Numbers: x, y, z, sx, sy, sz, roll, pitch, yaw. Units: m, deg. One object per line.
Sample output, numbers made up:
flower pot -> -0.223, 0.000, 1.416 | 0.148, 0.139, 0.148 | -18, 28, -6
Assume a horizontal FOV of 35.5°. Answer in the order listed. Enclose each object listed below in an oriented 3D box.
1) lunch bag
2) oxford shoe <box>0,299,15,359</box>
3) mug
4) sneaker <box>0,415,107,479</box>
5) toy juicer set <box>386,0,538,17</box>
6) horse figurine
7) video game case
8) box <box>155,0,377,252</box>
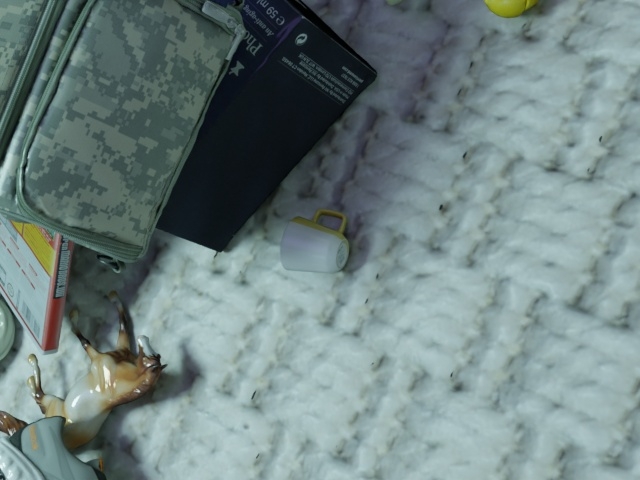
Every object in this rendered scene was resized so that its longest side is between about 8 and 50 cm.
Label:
lunch bag -> -0.241, -0.149, 1.004 | 0.256, 0.212, 0.305 | 23, 92, -8
oxford shoe -> -0.626, 0.179, 1.413 | 0.450, 0.130, 0.169 | -20, 61, 9
mug -> -0.002, 0.002, 1.124 | 0.064, 0.062, 0.078 | 12, 90, 25
sneaker -> -0.271, 0.322, 1.151 | 0.108, 0.100, 0.271 | -33, 83, -25
toy juicer set -> 0.175, -0.341, 1.102 | 0.329, 0.089, 0.209 | -4, 88, 21
horse figurine -> -0.301, 0.184, 1.248 | 0.263, 0.066, 0.174 | -43, 54, 11
video game case -> -0.358, -0.029, 1.240 | 0.204, 0.025, 0.285 | 43, 129, 40
box -> -0.149, -0.198, 1.193 | 0.294, 0.183, 0.296 | -49, 58, 12
